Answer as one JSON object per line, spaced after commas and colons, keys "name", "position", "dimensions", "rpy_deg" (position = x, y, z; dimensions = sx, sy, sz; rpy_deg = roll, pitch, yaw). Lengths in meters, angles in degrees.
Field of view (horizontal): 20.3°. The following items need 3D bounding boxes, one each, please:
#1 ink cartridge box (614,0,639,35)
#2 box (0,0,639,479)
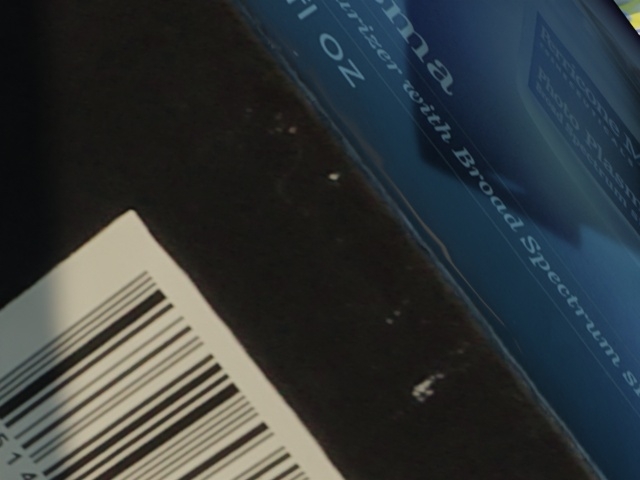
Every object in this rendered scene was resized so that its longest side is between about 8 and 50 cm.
{"name": "ink cartridge box", "position": [0.164, -0.132, 0.687], "dimensions": [0.311, 0.186, 0.065], "rpy_deg": [-9, -109, 24]}
{"name": "box", "position": [0.000, 0.000, 0.526], "dimensions": [0.183, 0.296, 0.294], "rpy_deg": [-35, -175, 23]}
